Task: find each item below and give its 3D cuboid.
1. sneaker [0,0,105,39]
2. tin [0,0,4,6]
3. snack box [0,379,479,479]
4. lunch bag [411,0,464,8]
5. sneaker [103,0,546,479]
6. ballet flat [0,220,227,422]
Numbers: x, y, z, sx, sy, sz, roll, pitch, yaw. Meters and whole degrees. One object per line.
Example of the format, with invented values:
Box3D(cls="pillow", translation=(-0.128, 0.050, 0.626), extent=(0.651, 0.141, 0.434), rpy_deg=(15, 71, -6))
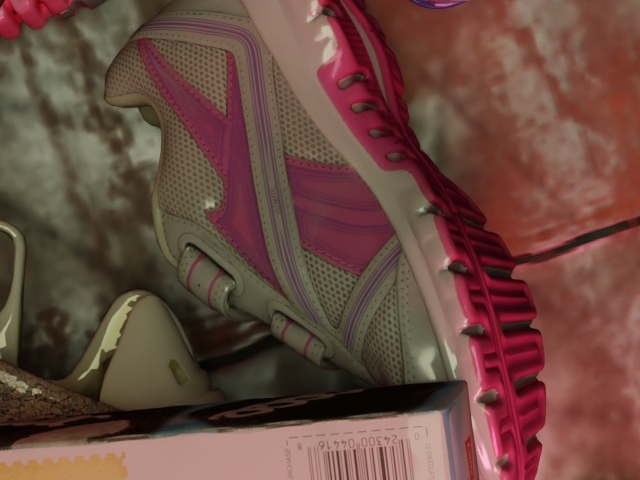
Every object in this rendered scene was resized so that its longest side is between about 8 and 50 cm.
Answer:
Box3D(cls="sneaker", translation=(-0.141, -0.106, 0.776), extent=(0.119, 0.047, 0.057), rpy_deg=(-22, 78, -3))
Box3D(cls="tin", translation=(-0.185, -0.091, 0.737), extent=(0.106, 0.040, 0.190), rpy_deg=(22, 73, 20))
Box3D(cls="snack box", translation=(-0.098, 0.158, 0.685), extent=(0.321, 0.060, 0.187), rpy_deg=(-6, 95, 12))
Box3D(cls="lunch bag", translation=(0.060, -0.209, 0.747), extent=(0.176, 0.090, 0.219), rpy_deg=(38, 92, -6))
Box3D(cls="sneaker", translation=(0.000, 0.000, 0.748), extent=(0.111, 0.103, 0.252), rpy_deg=(-32, 68, 14))
Box3D(cls="ballet flat", translation=(-0.119, 0.053, 0.763), extent=(0.316, 0.107, 0.106), rpy_deg=(25, 81, -6))
